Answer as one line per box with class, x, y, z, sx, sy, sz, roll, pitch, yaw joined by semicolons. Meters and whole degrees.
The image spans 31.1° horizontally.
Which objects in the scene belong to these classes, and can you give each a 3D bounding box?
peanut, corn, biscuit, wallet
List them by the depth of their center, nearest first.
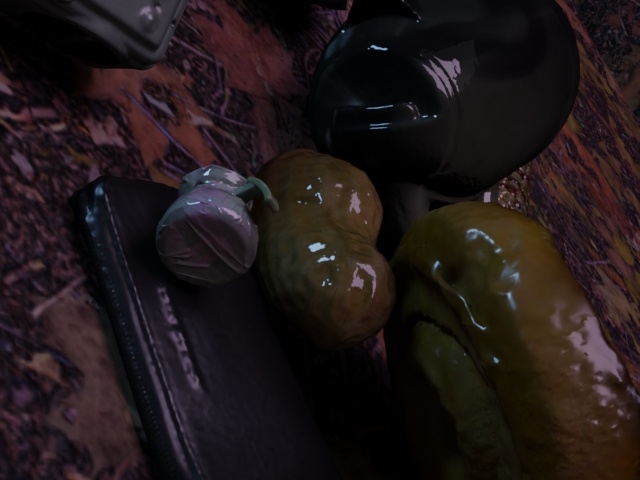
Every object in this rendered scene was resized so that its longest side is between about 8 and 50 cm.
wallet;-0.072;0.070;0.740;0.149;0.044;0.250;12;50;-52
biscuit;0.118;0.119;0.812;0.296;0.102;0.296;168;-90;-77
peanut;0.000;0.000;0.851;0.095;0.108;0.226;33;21;-25
corn;0.210;-0.064;1.363;0.086;0.086;0.253;48;27;-17

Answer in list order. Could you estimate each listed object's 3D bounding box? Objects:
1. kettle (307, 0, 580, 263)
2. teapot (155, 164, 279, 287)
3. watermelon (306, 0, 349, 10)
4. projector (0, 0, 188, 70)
kettle;0.107;-0.099;1.112;0.324;0.228;0.321;-33;120;-60
teapot;-0.062;-0.015;0.727;0.064;0.083;0.064;53;21;-29
watermelon;-0.041;-0.359;1.230;0.175;0.188;0.322;6;44;1
projector;-0.182;-0.248;0.750;0.256;0.099;0.192;32;77;-40
